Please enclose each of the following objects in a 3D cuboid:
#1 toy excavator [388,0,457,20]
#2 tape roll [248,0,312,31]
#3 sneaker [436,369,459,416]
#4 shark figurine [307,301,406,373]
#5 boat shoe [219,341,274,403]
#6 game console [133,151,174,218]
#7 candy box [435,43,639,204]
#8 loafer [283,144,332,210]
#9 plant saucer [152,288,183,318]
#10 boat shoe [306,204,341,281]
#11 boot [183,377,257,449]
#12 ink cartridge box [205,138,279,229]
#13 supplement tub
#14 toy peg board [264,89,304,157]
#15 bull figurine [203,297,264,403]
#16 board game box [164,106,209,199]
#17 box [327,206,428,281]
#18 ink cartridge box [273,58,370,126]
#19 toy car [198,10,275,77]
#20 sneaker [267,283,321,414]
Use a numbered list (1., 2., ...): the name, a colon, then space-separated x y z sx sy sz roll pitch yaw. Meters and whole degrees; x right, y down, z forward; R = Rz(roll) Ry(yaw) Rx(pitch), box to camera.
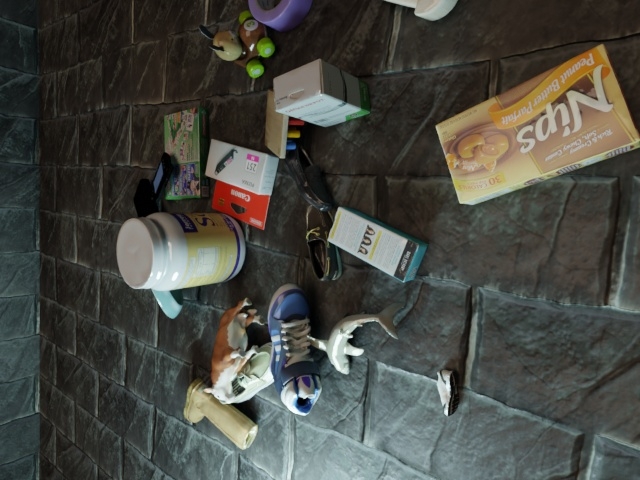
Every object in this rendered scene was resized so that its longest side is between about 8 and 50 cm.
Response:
1. toy excavator: 0.105 -0.723 0.970 0.433 0.222 0.445 3 108 36
2. tape roll: -0.115 -0.712 1.185 0.189 0.080 0.189 3 95 37
3. sneaker: 0.295 0.354 0.963 0.044 0.040 0.109 1 89 53
4. shark figurine: 0.082 0.223 1.079 0.166 0.116 0.278 34 125 -6
5. boat shoe: -0.218 0.436 1.311 0.109 0.094 0.302 51 119 24
6. game console: -0.643 -0.194 1.590 0.361 0.044 0.213 -50 57 37
7. candy box: 0.410 -0.207 0.811 0.316 0.087 0.183 -20 80 35
8. loafer: -0.030 -0.176 1.148 0.078 0.076 0.223 -50 59 32
9. plant saucer: -0.558 0.122 1.475 0.044 0.317 0.317 -20 76 -9
10. boat shoe: 0.000 0.000 1.141 0.081 0.069 0.227 -20 81 36
11. boot: -0.348 0.625 1.419 0.269 0.089 0.236 30 133 20
12. ink cartridge box: -0.272 -0.187 1.344 0.275 0.060 0.239 22 104 34
13. supplement tub: -0.431 0.030 1.302 0.241 0.331 0.241 2 94 36
14. toy peg board: -0.096 -0.333 1.175 0.161 0.079 0.160 -131 42 -55
15. bull figurine: -0.268 0.332 1.279 0.188 0.101 0.310 -33 43 30
16. board game box: -0.492 -0.310 1.509 0.213 0.046 0.317 3 95 38
17. box: 0.139 0.003 1.042 0.244 0.060 0.100 29 110 32
18. ink cartridge box: 0.006 -0.360 1.031 0.153 0.208 0.087 -5 89 37
19. toy car: -0.261 -0.594 1.225 0.149 0.188 0.155 -47 65 40
20. sneaker: -0.054 0.305 1.115 0.236 0.130 0.323 38 125 57
